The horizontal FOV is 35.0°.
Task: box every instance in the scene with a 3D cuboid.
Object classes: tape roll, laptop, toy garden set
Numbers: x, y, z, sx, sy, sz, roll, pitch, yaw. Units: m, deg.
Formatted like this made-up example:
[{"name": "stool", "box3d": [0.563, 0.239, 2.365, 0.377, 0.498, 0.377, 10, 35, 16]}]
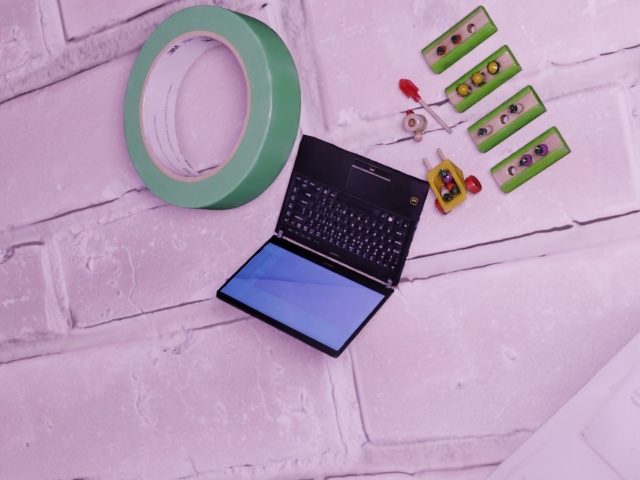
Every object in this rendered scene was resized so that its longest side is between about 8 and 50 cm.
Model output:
[{"name": "tape roll", "box3d": [-0.179, -0.209, 1.617, 0.321, 0.077, 0.321, -1, 88, 36]}, {"name": "laptop", "box3d": [0.000, 0.000, 1.514, 0.234, 0.136, 0.264, 24, 106, 27]}, {"name": "toy garden set", "box3d": [0.201, -0.173, 1.430, 0.204, 0.049, 0.244, -35, 76, 28]}]

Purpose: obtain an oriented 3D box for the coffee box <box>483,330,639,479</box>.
[{"name": "coffee box", "box3d": [0.456, 0.265, 1.146, 0.337, 0.334, 0.338, 47, 113, 21]}]
